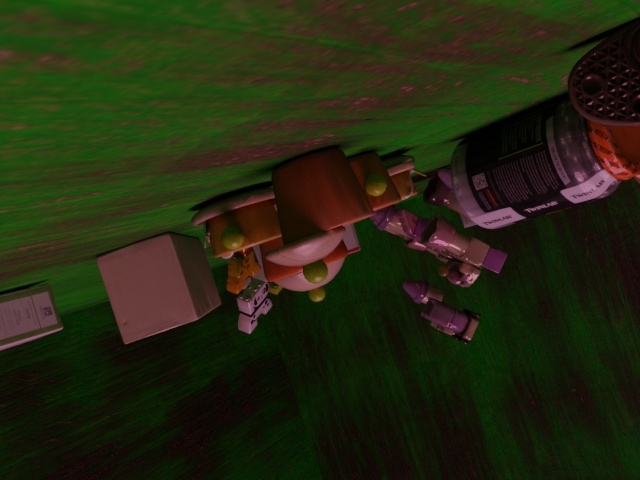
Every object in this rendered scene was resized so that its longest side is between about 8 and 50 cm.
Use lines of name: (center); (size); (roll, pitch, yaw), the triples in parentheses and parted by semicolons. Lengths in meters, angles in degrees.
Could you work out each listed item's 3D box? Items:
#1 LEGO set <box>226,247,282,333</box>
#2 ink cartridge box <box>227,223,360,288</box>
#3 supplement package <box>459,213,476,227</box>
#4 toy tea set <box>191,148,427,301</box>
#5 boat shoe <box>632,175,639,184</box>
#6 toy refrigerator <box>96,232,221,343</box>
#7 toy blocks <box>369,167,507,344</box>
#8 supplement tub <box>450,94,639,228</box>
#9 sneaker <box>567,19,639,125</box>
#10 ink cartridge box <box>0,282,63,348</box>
LEGO set: (-0.074, 0.007, 0.972); (0.087, 0.093, 0.227); (18, -132, 24)
ink cartridge box: (-0.061, 0.015, 1.357); (0.171, 0.100, 0.237); (-18, 179, -28)
supplement package: (0.437, -0.132, 1.621); (0.133, 0.139, 0.244); (-20, 180, -38)
toy tea set: (0.000, 0.000, 0.671); (0.199, 0.124, 0.336); (-19, 180, 17)
boat shoe: (0.455, -0.154, 0.885); (0.110, 0.122, 0.341); (-47, 174, 35)
toy refrigerator: (-0.196, 0.056, 0.887); (0.094, 0.102, 0.269); (-19, 180, -2)
toy blocks: (0.203, -0.002, 1.424); (0.260, 0.309, 0.288); (24, 178, -12)
supplement tub: (0.250, -0.088, 0.782); (0.117, 0.117, 0.190); (-18, 180, -42)
sneaker: (0.251, -0.119, 0.432); (0.188, 0.066, 0.071); (-18, -179, 25)
ink cartridge box: (-0.415, 0.109, 0.796); (0.108, 0.062, 0.209); (-19, 179, 34)
